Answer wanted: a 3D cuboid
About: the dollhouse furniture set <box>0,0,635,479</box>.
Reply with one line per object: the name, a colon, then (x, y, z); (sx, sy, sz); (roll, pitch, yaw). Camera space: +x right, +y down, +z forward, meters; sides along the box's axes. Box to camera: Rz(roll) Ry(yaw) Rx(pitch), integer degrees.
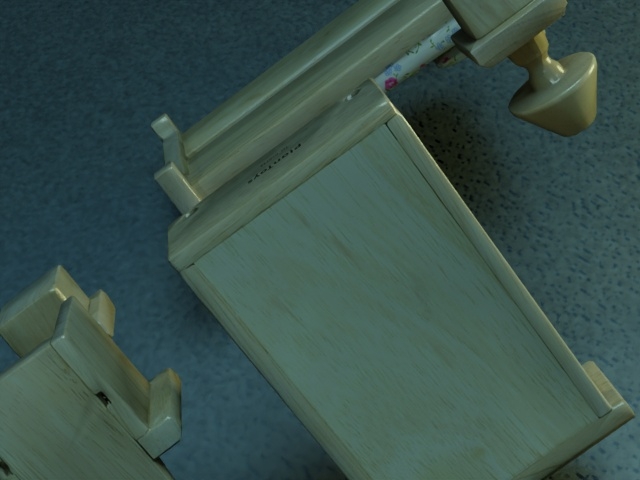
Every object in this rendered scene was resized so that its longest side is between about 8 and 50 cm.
dollhouse furniture set: (0.000, 0.000, 0.689); (0.303, 0.174, 0.355); (-36, 17, 5)
